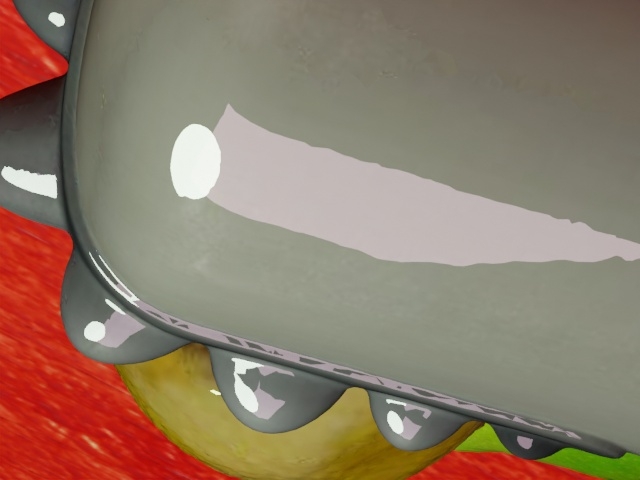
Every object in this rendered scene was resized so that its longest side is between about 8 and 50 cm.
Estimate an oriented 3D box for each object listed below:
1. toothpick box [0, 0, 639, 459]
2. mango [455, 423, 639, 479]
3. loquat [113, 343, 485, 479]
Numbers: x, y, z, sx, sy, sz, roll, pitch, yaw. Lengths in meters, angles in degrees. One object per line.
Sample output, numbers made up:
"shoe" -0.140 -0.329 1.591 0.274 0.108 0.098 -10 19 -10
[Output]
"toothpick box" 0.049 -0.038 0.637 0.316 0.229 0.229 14 142 -7
"mango" 0.144 0.061 0.911 0.233 0.111 0.125 -14 127 36
"loquat" 0.003 0.005 0.830 0.213 0.213 0.213 11 141 9
